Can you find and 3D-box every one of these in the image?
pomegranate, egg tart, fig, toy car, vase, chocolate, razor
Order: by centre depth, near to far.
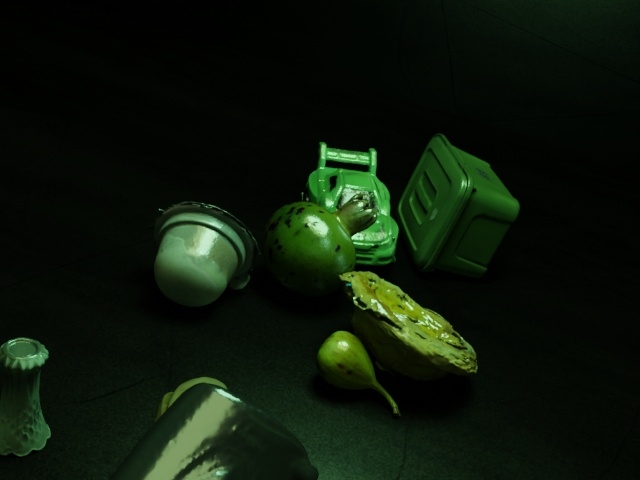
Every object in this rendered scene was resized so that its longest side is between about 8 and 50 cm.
[{"bbox_3d":[-0.149,0.323,0.841,0.204,0.113,0.349,38,44,-3],"label":"razor"},{"bbox_3d":[-0.395,0.201,1.036,0.081,0.148,0.081,10,25,-5],"label":"vase"},{"bbox_3d":[0.056,0.231,1.305,0.166,0.093,0.093,57,34,0],"label":"fig"},{"bbox_3d":[0.137,0.162,1.380,0.291,0.107,0.291,32,9,-6],"label":"egg tart"},{"bbox_3d":[-0.228,0.051,1.440,0.221,0.221,0.147,14,54,2],"label":"chocolate"},{"bbox_3d":[0.000,0.000,1.540,0.248,0.202,0.202,-37,36,1],"label":"pomegranate"},{"bbox_3d":[0.066,-0.076,1.786,0.214,0.176,0.358,8,26,-8],"label":"toy car"}]

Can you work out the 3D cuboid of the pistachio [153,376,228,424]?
[{"bbox_3d":[-0.161,0.264,1.059,0.136,0.135,0.226,7,21,-12],"label":"pistachio"}]

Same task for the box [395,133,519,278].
[{"bbox_3d":[0.312,-0.070,1.830,0.178,0.252,0.328,21,24,-14],"label":"box"}]
